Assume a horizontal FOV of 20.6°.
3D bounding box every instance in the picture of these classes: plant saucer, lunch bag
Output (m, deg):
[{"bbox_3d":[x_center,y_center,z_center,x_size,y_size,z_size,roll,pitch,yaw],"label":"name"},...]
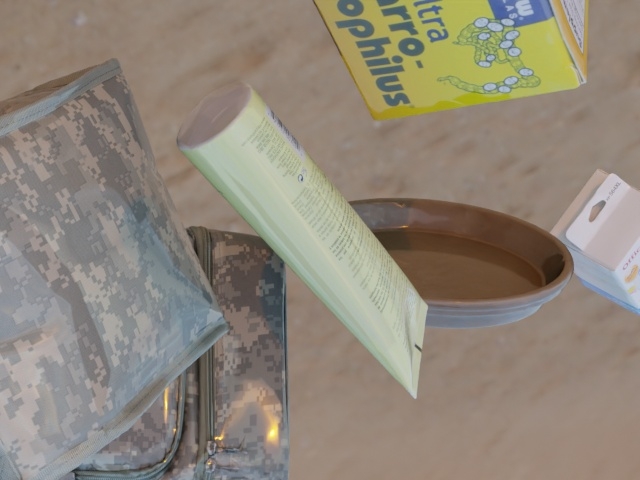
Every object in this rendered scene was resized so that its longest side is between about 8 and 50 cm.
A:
[{"bbox_3d":[0.106,0.021,1.706,0.278,0.278,0.041,-13,118,-39],"label":"plant saucer"},{"bbox_3d":[-0.178,0.138,1.762,0.256,0.305,0.212,7,159,-20],"label":"lunch bag"},{"bbox_3d":[-0.214,0.029,1.225,0.169,0.235,0.287,-18,-169,23],"label":"lunch bag"}]

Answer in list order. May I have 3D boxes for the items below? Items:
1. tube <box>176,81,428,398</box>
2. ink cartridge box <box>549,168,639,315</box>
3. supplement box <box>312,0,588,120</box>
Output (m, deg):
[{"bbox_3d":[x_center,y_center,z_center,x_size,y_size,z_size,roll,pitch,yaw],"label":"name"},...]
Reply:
[{"bbox_3d":[0.000,0.000,1.158,0.070,0.240,0.062,-50,-150,-14],"label":"tube"},{"bbox_3d":[0.313,0.001,1.840,0.092,0.090,0.143,-54,145,-6],"label":"ink cartridge box"},{"bbox_3d":[0.120,-0.310,1.544,0.195,0.356,0.194,-9,139,21],"label":"supplement box"}]
